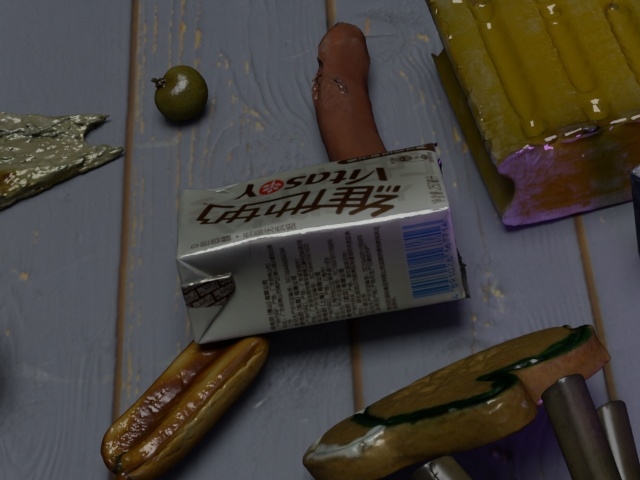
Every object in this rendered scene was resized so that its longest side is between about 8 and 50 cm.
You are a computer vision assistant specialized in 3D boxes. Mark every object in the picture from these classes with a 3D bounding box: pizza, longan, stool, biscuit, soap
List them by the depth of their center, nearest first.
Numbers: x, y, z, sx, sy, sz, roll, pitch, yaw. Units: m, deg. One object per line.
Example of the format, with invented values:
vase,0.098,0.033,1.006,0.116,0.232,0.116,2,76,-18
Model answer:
stool,0.233,0.268,1.716,0.272,0.272,0.178,-24,64,-11
biscuit,0.142,0.169,1.873,0.343,0.057,0.287,-24,4,-6
soap,0.313,-0.202,2.236,0.293,0.156,0.335,-14,47,-6
pizza,-0.391,-0.115,2.369,0.262,0.034,0.181,-7,46,3
longan,-0.191,-0.199,2.377,0.075,0.083,0.075,-34,40,34

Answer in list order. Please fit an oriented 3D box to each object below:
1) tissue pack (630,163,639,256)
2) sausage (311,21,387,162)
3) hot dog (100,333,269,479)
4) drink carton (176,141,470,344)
tissue pack,0.409,-0.013,2.039,0.051,0.156,0.112,-36,51,-16
sausage,0.037,-0.166,2.306,0.087,0.079,0.327,-19,45,8
hot dog,-0.150,0.186,2.022,0.100,0.068,0.249,13,47,41
drink carton,0.001,0.000,2.086,0.324,0.132,0.194,-11,25,1
